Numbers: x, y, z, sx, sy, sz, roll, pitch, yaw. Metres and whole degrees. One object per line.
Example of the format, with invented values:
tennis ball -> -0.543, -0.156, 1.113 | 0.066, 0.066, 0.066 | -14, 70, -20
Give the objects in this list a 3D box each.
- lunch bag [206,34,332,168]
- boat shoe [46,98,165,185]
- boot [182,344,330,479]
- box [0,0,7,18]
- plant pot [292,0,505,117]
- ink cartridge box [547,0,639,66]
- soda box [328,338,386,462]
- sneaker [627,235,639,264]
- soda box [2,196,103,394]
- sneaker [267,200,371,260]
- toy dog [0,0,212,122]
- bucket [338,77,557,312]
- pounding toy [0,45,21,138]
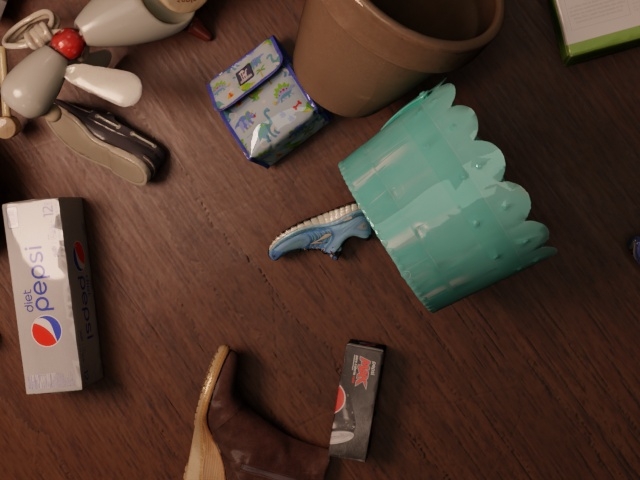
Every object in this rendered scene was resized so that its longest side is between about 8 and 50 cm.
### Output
lunch bag -> -0.080, -0.203, 1.401 | 0.129, 0.096, 0.151 | -35, 74, 11
boat shoe -> -0.326, -0.158, 1.463 | 0.206, 0.075, 0.065 | 32, 54, 11
boot -> -0.086, 0.290, 1.445 | 0.207, 0.090, 0.248 | 11, 94, -5
box -> -0.509, -0.425, 1.450 | 0.145, 0.038, 0.186 | 25, 98, 28
plant pot -> 0.077, -0.285, 1.288 | 0.263, 0.263, 0.229 | 43, 139, 4
ink cartridge box -> 0.395, -0.389, 1.316 | 0.189, 0.097, 0.255 | -14, 90, 9
soda box -> 0.054, 0.233, 1.422 | 0.060, 0.053, 0.169 | 9, 94, 8
sneaker -> 0.504, -0.046, 1.329 | 0.087, 0.083, 0.221 | 36, 94, 13
soda box -> -0.398, 0.080, 1.456 | 0.091, 0.098, 0.286 | -6, 93, 7
sneaker -> 0.000, 0.000, 1.412 | 0.162, 0.063, 0.073 | -21, 93, 9
toy dog -> -0.281, -0.278, 1.385 | 0.333, 0.220, 0.161 | -31, 128, 8
bucket -> 0.162, -0.052, 1.285 | 0.183, 0.281, 0.281 | -32, 88, 8
pounding toy -> -0.530, -0.229, 1.466 | 0.206, 0.094, 0.181 | 45, 93, -6
